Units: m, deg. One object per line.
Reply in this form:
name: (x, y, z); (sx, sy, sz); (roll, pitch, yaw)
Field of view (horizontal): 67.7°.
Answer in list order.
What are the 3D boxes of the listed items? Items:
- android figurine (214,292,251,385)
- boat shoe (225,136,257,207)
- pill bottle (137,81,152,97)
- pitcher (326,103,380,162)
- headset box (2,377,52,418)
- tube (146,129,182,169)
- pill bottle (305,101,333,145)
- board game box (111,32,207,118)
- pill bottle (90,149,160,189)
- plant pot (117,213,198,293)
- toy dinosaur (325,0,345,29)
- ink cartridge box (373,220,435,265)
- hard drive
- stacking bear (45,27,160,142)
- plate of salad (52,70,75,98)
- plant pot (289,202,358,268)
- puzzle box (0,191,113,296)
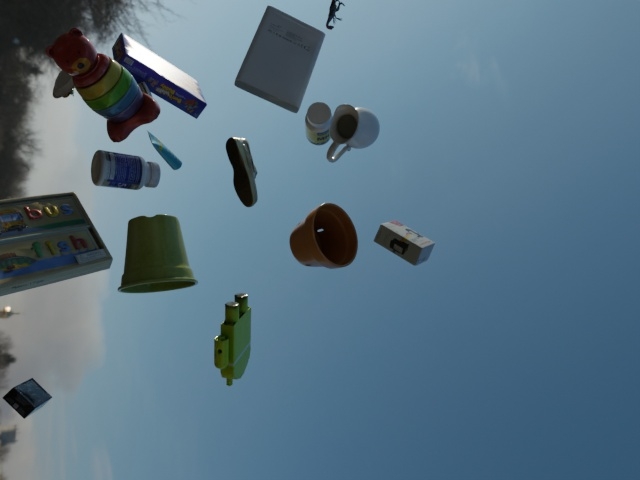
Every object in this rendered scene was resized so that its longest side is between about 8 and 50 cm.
android figurine: (-0.261, 0.307, 1.462); (0.248, 0.056, 0.273); (-56, 151, -73)
boat shoe: (-0.311, -0.290, 2.014); (0.109, 0.098, 0.303); (-21, -96, 43)
pill bottle: (-0.676, -0.524, 1.729); (0.065, 0.116, 0.065); (62, -7, 14)
pitcher: (0.093, -0.321, 1.460); (0.125, 0.207, 0.178); (35, -68, 15)
headset box: (-0.607, 0.326, 0.994); (0.032, 0.062, 0.083); (-44, -178, -3)
tube: (-0.663, -0.376, 2.013); (0.052, 0.207, 0.080); (-36, -122, -1)
pill bottle: (-0.007, -0.491, 2.010); (0.208, 0.119, 0.119); (91, -3, -80)
board game box: (-0.632, -0.645, 1.878); (0.078, 0.347, 0.233); (-47, -137, 18)
pill bottle: (-0.610, -0.217, 1.502); (0.112, 0.186, 0.112); (-3, -94, 48)
plant pot: (-0.599, 0.047, 1.738); (0.276, 0.275, 0.254); (-22, -107, 51)
toy dinosaur: (0.038, -0.687, 1.446); (0.082, 0.047, 0.090); (-42, -110, 29)
ink cartridge box: (0.297, 0.006, 1.679); (0.175, 0.127, 0.072); (32, -66, 25)
hard drive: (-0.118, -0.559, 1.463); (0.040, 0.202, 0.308); (138, -29, -64)
stacking bear: (-0.616, -0.447, 1.334); (0.175, 0.289, 0.164); (-32, -125, 2)
plate of salad: (-0.880, -0.583, 1.699); (0.199, 0.048, 0.200); (-17, -123, 28)
plant pot: (0.000, 0.000, 2.139); (0.203, 0.290, 0.291); (-20, -111, 42)
puzzle box: (-0.799, 0.006, 1.247); (0.272, 0.408, 0.052); (52, -50, 18)
